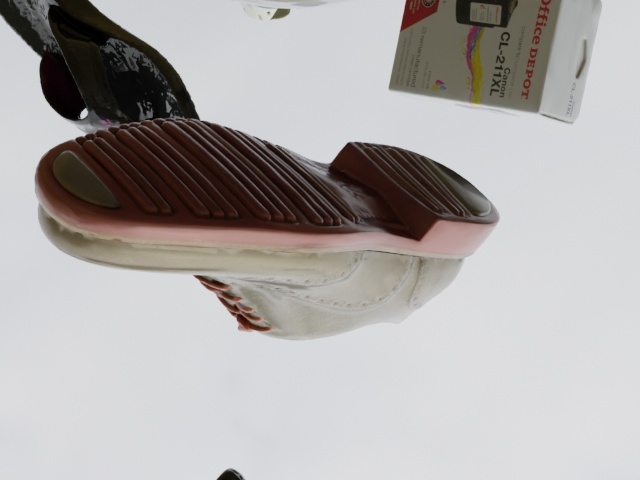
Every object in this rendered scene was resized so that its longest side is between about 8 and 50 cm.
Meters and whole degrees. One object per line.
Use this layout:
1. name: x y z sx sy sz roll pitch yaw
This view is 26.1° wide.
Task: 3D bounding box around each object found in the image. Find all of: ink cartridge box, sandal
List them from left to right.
1. sandal: -0.322 -0.227 1.796 0.107 0.168 0.446 -29 -117 -38
2. ink cartridge box: 0.164 -0.188 1.316 0.175 0.128 0.072 14 -176 39

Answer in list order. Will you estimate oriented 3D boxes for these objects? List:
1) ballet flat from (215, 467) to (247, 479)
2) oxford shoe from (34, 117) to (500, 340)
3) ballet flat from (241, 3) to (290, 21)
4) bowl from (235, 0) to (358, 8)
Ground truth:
1. ballet flat: -0.151 0.220 0.869 0.280 0.095 0.096 -24 -96 6
2. oxford shoe: -0.030 0.012 0.843 0.348 0.130 0.123 5 -147 -43
3. ballet flat: -0.058 -0.291 1.643 0.072 0.068 0.213 29 -159 11
4. bowl: -0.015 -0.220 0.715 0.297 0.298 0.134 -6 -130 9
